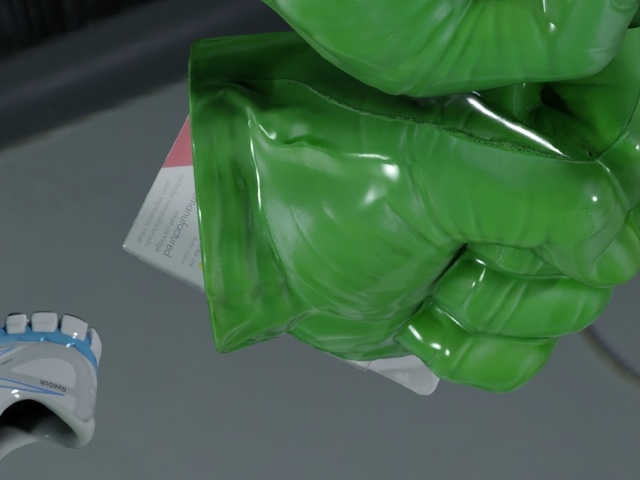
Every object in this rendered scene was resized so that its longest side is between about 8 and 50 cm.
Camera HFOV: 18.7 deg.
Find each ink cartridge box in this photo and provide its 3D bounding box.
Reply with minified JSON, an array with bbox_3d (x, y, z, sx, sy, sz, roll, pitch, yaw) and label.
[{"bbox_3d":[0.000,0.000,1.133,0.198,0.067,0.115,26,86,4],"label":"ink cartridge box"}]

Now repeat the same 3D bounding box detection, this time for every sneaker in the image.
[{"bbox_3d":[-0.210,0.088,1.039,0.190,0.071,0.083,-5,50,-9],"label":"sneaker"}]

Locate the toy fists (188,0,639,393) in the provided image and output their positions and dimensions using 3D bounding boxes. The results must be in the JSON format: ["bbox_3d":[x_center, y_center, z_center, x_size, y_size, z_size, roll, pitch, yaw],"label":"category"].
[{"bbox_3d":[0.032,-0.057,0.530,0.142,0.279,0.096,-4,47,0],"label":"toy fists"}]
